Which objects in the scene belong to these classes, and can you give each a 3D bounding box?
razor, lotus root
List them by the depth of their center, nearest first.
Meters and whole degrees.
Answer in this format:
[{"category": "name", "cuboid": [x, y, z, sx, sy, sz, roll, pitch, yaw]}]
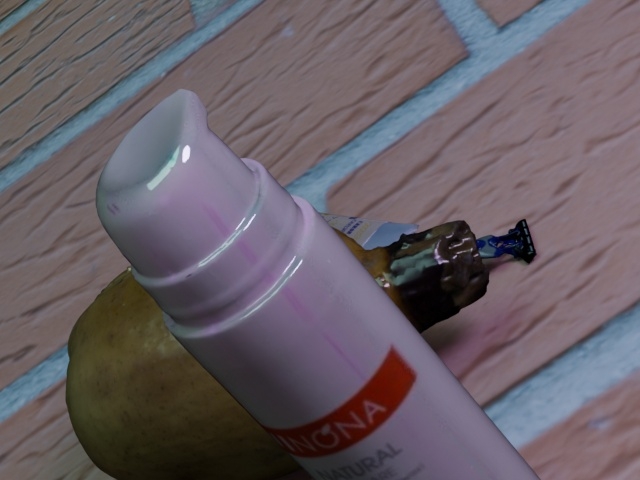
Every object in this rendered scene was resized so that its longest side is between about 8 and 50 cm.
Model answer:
[{"category": "lotus root", "cuboid": [-0.032, 0.067, 1.154, 0.310, 0.183, 0.183, -20, 36, 23]}, {"category": "razor", "cuboid": [0.079, 0.028, 1.206, 0.154, 0.028, 0.044, -30, 32, 16]}]

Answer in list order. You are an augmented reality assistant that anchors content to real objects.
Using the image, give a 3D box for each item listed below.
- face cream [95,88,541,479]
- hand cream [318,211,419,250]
[{"category": "face cream", "cuboid": [0.005, 0.068, 0.921, 0.102, 0.345, 0.102, -29, 33, 21]}, {"category": "hand cream", "cuboid": [0.000, 0.000, 1.316, 0.171, 0.043, 0.065, 10, 53, 50]}]
